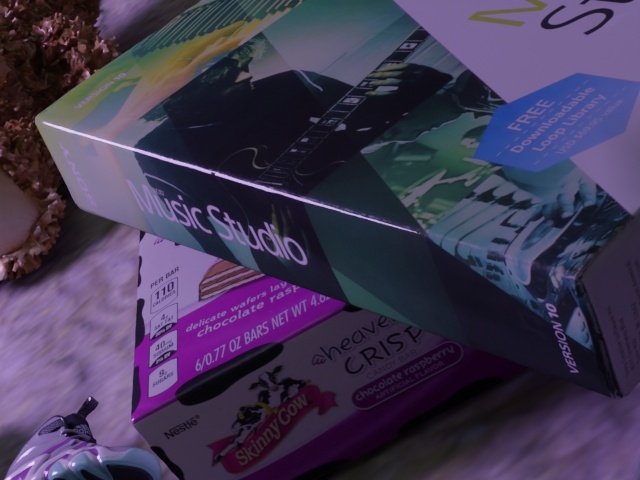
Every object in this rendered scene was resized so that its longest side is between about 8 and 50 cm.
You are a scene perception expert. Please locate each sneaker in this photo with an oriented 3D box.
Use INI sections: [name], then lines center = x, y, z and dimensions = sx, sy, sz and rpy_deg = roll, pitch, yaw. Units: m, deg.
[sneaker]
center = -0.107, 0.095, 0.765
dimensions = 0.098, 0.038, 0.069
rpy_deg = -20, 32, 28

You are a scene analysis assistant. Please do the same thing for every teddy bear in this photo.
[teddy bear]
center = -0.220, -0.071, 1.110
dimensions = 0.245, 0.113, 0.338
rpy_deg = -39, 34, 10

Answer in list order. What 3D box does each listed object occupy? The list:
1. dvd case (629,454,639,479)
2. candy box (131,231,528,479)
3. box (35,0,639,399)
[dvd case]
center = 0.130, 0.131, 0.356
dimensions = 0.179, 0.030, 0.239
rpy_deg = 10, 43, 23
[candy box]
center = 0.000, 0.000, 0.755
dimensions = 0.159, 0.071, 0.233
rpy_deg = -29, 27, 11
[box]
center = 0.063, -0.066, 0.664
dimensions = 0.232, 0.058, 0.322
rpy_deg = -39, 32, -26
